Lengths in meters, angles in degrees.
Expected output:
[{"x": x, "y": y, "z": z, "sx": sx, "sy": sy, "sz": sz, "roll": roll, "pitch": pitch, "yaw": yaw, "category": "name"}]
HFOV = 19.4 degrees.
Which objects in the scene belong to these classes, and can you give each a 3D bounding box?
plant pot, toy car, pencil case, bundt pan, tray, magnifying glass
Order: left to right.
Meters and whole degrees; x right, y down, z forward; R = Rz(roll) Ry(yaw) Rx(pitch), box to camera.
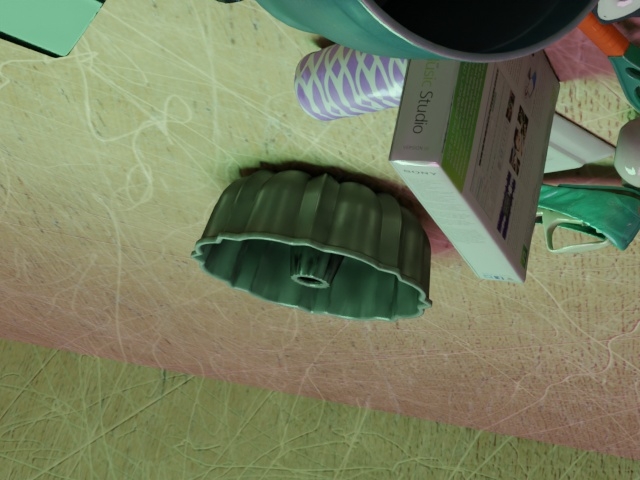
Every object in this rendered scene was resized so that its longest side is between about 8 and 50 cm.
[{"x": 0.000, "y": 0.000, "z": 2.519, "sx": 0.331, "sy": 0.124, "sz": 0.331, "roll": 12, "pitch": 162, "yaw": 4, "category": "bundt pan"}, {"x": 0.063, "y": -0.178, "z": 1.985, "sx": 0.088, "sy": 0.086, "sz": 0.206, "roll": -9, "pitch": -178, "yaw": -41, "category": "pencil case"}, {"x": 0.054, "y": -0.263, "z": 1.445, "sx": 0.272, "sy": 0.271, "sz": 0.255, "roll": 21, "pitch": 170, "yaw": -26, "category": "plant pot"}, {"x": 0.195, "y": -0.131, "z": 2.119, "sx": 0.270, "sy": 0.030, "sz": 0.145, "roll": 25, "pitch": 160, "yaw": -35, "category": "tray"}, {"x": 0.305, "y": -0.172, "z": 1.837, "sx": 0.231, "sy": 0.026, "sz": 0.092, "roll": 40, "pitch": 161, "yaw": -31, "category": "magnifying glass"}, {"x": 0.387, "y": -0.057, "z": 1.986, "sx": 0.159, "sy": 0.136, "sz": 0.182, "roll": 10, "pitch": -174, "yaw": 8, "category": "toy car"}]

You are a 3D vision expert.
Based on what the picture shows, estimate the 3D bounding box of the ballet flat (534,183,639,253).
[{"x": 0.267, "y": -0.032, "z": 2.234, "sx": 0.247, "sy": 0.087, "sz": 0.083, "roll": 10, "pitch": 163, "yaw": 35, "category": "ballet flat"}]

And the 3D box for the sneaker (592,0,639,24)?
[{"x": 0.224, "y": -0.246, "z": 1.617, "sx": 0.235, "sy": 0.094, "sz": 0.153, "roll": 4, "pitch": 155, "yaw": -3, "category": "sneaker"}]

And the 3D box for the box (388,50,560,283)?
[{"x": 0.158, "y": -0.119, "z": 1.839, "sx": 0.059, "sy": 0.232, "sz": 0.322, "roll": 5, "pitch": 161, "yaw": 21, "category": "box"}]

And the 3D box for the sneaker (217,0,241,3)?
[{"x": -0.043, "y": -0.263, "z": 1.810, "sx": 0.217, "sy": 0.079, "sz": 0.121, "roll": 20, "pitch": 167, "yaw": 6, "category": "sneaker"}]

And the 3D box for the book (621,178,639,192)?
[{"x": 0.436, "y": -0.057, "z": 2.183, "sx": 0.144, "sy": 0.035, "sz": 0.096, "roll": 26, "pitch": 157, "yaw": -29, "category": "book"}]

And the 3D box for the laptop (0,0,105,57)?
[{"x": -0.272, "y": -0.309, "z": 1.608, "sx": 0.234, "sy": 0.264, "sz": 0.136, "roll": 19, "pitch": -175, "yaw": -20, "category": "laptop"}]
